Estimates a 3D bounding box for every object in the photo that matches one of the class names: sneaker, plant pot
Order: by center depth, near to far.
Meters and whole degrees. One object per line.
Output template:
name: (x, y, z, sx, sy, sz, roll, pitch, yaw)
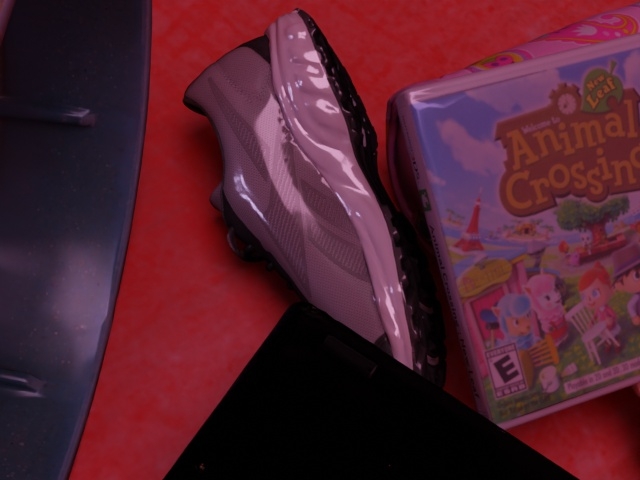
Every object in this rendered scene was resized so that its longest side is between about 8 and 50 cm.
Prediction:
plant pot: (-0.273, -0.033, 0.501, 0.334, 0.341, 0.341, 10, 61, 0)
sneaker: (0.000, 0.000, 0.681, 0.108, 0.100, 0.271, -24, 76, 10)

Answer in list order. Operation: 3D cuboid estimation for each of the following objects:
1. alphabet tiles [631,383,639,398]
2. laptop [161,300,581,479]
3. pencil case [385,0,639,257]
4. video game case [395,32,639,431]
alphabet tiles: (0.303, 0.030, 0.709, 0.278, 0.021, 0.284, -21, 94, -17)
laptop: (0.024, 0.310, 0.518, 0.382, 0.236, 0.408, 33, 41, 3)
pencil case: (0.181, -0.083, 0.743, 0.284, 0.124, 0.124, -21, 70, -25)
video game case: (0.164, -0.015, 0.645, 0.212, 0.023, 0.193, -16, 92, -17)
